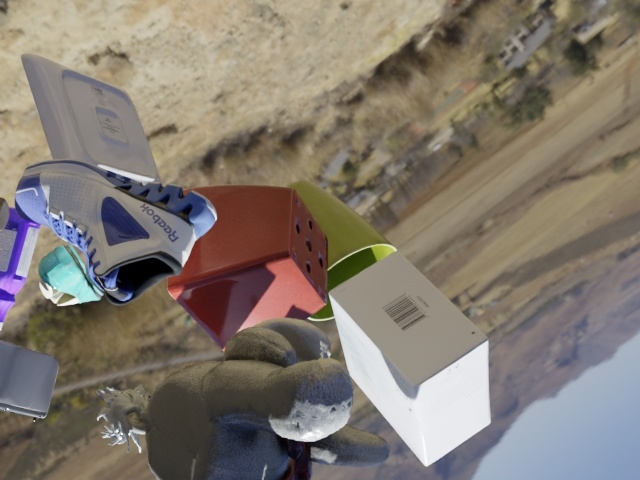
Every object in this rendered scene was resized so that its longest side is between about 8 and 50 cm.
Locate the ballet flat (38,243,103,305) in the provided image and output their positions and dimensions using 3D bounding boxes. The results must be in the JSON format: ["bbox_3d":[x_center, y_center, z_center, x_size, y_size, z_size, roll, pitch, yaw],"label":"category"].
[{"bbox_3d":[-0.445,0.070,1.485,0.087,0.083,0.247,-34,170,-13],"label":"ballet flat"}]

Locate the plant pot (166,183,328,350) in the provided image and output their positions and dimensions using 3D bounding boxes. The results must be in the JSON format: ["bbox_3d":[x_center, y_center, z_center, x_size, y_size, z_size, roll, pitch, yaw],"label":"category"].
[{"bbox_3d":[-0.124,0.041,1.706,0.235,0.267,0.267,-15,137,18],"label":"plant pot"}]

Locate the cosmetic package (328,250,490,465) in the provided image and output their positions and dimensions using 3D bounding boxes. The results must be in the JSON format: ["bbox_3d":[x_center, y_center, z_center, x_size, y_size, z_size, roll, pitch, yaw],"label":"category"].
[{"bbox_3d":[0.140,0.182,1.308,0.138,0.224,0.225,-31,138,-14],"label":"cosmetic package"}]

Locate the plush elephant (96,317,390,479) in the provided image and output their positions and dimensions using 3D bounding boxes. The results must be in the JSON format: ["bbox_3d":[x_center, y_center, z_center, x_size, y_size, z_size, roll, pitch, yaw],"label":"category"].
[{"bbox_3d":[-0.052,0.217,0.930,0.255,0.330,0.272,2,98,-48],"label":"plush elephant"}]

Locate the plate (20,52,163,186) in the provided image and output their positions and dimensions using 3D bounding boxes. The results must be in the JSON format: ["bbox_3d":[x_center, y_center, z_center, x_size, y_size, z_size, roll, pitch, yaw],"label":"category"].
[{"bbox_3d":[-0.398,-0.202,1.550,0.045,0.278,0.277,-30,162,22],"label":"plate"}]

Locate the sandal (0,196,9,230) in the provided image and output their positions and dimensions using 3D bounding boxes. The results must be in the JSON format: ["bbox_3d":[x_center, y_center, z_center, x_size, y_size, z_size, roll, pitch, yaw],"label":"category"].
[{"bbox_3d":[-0.692,-0.097,1.695,0.240,0.079,0.088,102,0,-60],"label":"sandal"}]

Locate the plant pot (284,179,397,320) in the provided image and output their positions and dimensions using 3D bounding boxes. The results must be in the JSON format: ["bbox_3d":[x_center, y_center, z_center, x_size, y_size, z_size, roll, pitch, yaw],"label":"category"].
[{"bbox_3d":[0.000,0.000,2.106,0.274,0.294,0.275,-26,150,-17],"label":"plant pot"}]

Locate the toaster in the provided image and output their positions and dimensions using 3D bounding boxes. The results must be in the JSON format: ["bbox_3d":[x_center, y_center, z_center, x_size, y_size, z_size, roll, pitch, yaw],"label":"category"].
[{"bbox_3d":[-0.547,0.212,1.375,0.185,0.168,0.110,31,71,-51],"label":"toaster"}]

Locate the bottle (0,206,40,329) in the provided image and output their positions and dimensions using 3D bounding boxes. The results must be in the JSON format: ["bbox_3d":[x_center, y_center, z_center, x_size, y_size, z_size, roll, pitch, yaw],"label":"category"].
[{"bbox_3d":[-0.735,0.064,1.960,0.092,0.118,0.283,25,76,-61],"label":"bottle"}]

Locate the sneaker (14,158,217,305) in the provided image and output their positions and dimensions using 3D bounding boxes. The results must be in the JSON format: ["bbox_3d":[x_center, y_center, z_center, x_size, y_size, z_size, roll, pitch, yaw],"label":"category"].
[{"bbox_3d":[-0.334,-0.007,1.294,0.127,0.315,0.182,87,15,-57],"label":"sneaker"}]
